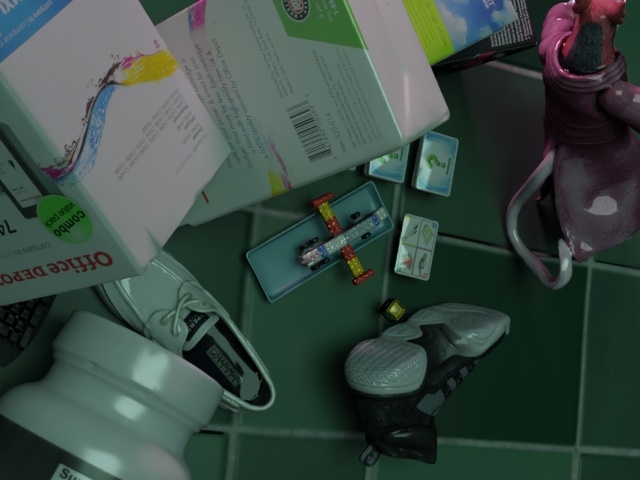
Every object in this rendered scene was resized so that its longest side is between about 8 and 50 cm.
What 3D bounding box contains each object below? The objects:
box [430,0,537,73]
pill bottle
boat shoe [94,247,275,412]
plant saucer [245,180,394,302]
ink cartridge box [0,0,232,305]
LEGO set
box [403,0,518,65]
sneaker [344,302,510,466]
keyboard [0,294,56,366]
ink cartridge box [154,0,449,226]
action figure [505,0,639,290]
[{"bbox_3d":[0.089,-0.258,1.113,0.270,0.165,0.143,-15,95,-25],"label":"box"},{"bbox_3d":[-0.249,0.264,0.897,0.210,0.210,0.363,33,73,-20],"label":"pill bottle"},{"bbox_3d":[-0.140,0.087,1.028,0.258,0.084,0.095,44,70,-17],"label":"boat shoe"},{"bbox_3d":[0.000,0.000,1.138,0.192,0.018,0.067,-31,101,-25],"label":"plant saucer"},{"bbox_3d":[-0.255,-0.113,0.856,0.270,0.198,0.197,59,37,-27],"label":"ink cartridge box"},{"bbox_3d":[0.074,-0.031,1.136,0.182,0.060,0.244,14,82,-21],"label":"LEGO set"},{"bbox_3d":[0.115,-0.244,1.008,0.178,0.042,0.109,-30,101,-24],"label":"box"},{"bbox_3d":[0.131,0.175,1.153,0.268,0.101,0.153,-18,116,-42],"label":"sneaker"},{"bbox_3d":[-0.358,-0.035,0.887,0.317,0.033,0.201,47,45,-42],"label":"keyboard"},{"bbox_3d":[-0.073,-0.148,0.981,0.119,0.353,0.207,-37,106,-54],"label":"ink cartridge box"},{"bbox_3d":[0.307,-0.161,1.145,0.276,0.248,0.370,-35,145,-5],"label":"action figure"}]
